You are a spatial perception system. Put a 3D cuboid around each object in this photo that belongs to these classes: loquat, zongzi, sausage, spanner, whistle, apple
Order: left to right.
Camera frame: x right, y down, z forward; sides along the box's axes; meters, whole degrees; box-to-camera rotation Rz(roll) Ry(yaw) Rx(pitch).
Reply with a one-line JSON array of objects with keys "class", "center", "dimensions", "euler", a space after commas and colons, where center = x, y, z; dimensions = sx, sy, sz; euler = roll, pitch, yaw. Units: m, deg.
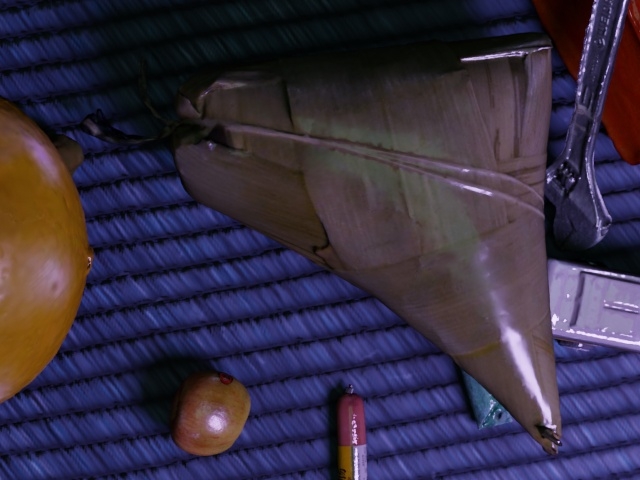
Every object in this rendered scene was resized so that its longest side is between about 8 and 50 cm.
[{"class": "loquat", "center": [-0.347, -0.007, 1.298], "dimensions": [0.359, 0.328, 0.328], "euler": [-34, 91, -42]}, {"class": "apple", "center": [-0.106, 0.166, 1.402], "dimensions": [0.071, 0.084, 0.084], "euler": [18, 89, -10]}, {"class": "zongzi", "center": [0.000, 0.000, 1.330], "dimensions": [0.447, 0.181, 0.418], "euler": [-4, 79, 0]}, {"class": "sausage", "center": [0.032, 0.252, 1.429], "dimensions": [0.029, 0.029, 0.223], "euler": [-1, 89, -2]}, {"class": "whistle", "center": [0.145, 0.093, 1.432], "dimensions": [0.039, 0.039, 0.186], "euler": [-17, 91, -2]}, {"class": "spanner", "center": [0.253, -0.127, 1.361], "dimensions": [0.093, 0.026, 0.325], "euler": [31, 130, 33]}]

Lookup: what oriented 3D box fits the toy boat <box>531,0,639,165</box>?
[{"class": "toy boat", "center": [0.294, -0.243, 1.394], "dimensions": [0.133, 0.145, 0.332], "euler": [-30, 92, -25]}]

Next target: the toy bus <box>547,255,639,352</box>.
[{"class": "toy bus", "center": [0.320, 0.074, 1.403], "dimensions": [0.268, 0.106, 0.092], "euler": [12, 88, -2]}]
